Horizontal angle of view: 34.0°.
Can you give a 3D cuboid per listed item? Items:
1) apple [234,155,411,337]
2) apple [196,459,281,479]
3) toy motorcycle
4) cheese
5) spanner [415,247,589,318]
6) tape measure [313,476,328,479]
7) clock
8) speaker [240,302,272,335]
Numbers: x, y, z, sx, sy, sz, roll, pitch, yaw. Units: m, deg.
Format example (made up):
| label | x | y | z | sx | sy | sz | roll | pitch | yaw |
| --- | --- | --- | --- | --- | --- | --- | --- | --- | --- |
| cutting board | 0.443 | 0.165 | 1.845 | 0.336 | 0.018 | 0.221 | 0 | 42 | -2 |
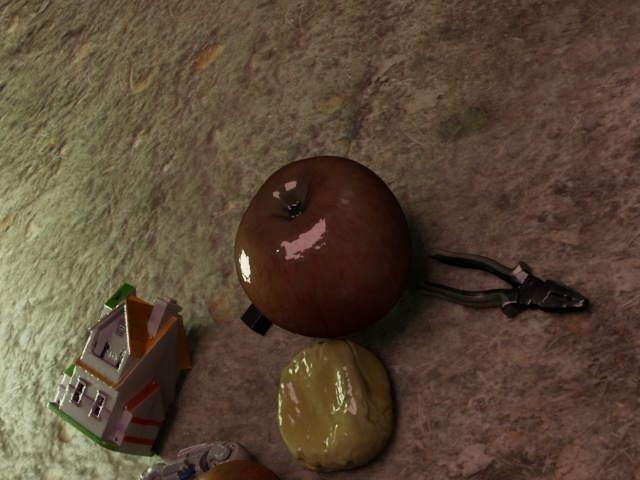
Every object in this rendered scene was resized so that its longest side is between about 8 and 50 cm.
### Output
| label | x | y | z | sx | sy | sz | roll | pitch | yaw |
| --- | --- | --- | --- | --- | --- | --- | --- | --- | --- |
| apple | 0.000 | 0.000 | 1.815 | 0.345 | 0.269 | 0.344 | -7 | 42 | 6 |
| apple | -0.141 | 0.481 | 1.792 | 0.210 | 0.164 | 0.209 | -17 | 62 | 36 |
| toy motorcycle | -0.233 | 0.425 | 1.954 | 0.254 | 0.112 | 0.112 | -21 | 56 | 29 |
| cheese | 0.016 | 0.287 | 1.801 | 0.214 | 0.117 | 0.225 | -29 | 56 | 32 |
| spanner | 0.295 | 0.076 | 1.730 | 0.325 | 0.040 | 0.095 | 11 | 75 | 43 |
| tape measure | 0.022 | 0.524 | 1.644 | 0.245 | 0.149 | 0.231 | 24 | 83 | 44 |
| clock | -0.381 | 0.248 | 2.113 | 0.235 | 0.166 | 0.309 | 21 | 89 | 44 |
| speaker | -0.077 | 0.092 | 2.027 | 0.191 | 0.040 | 0.046 | -53 | 44 | 5 |
